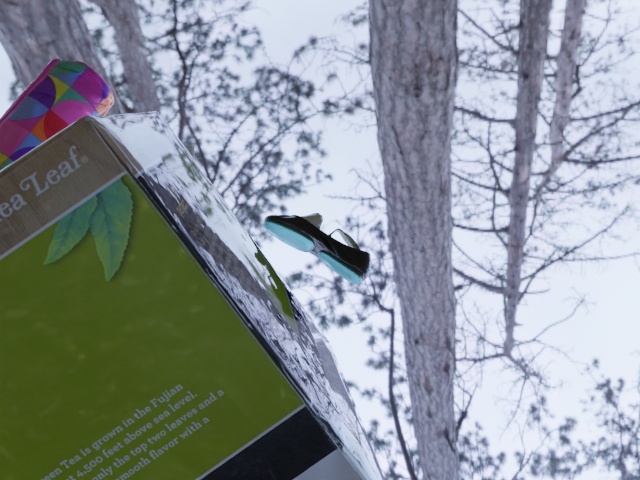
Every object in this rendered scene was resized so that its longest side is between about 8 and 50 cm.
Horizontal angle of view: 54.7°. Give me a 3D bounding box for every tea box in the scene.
[{"bbox_3d":[-0.139,0.084,0.505,0.220,0.323,0.329,-34,-166,0],"label":"tea box"}]

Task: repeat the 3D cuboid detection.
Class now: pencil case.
[{"bbox_3d":[-0.373,-0.132,0.801,0.104,0.104,0.236,17,-118,30],"label":"pencil case"}]

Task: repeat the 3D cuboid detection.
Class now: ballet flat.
[{"bbox_3d":[0.000,0.000,1.472,0.280,0.095,0.096,33,-119,-8],"label":"ballet flat"}]

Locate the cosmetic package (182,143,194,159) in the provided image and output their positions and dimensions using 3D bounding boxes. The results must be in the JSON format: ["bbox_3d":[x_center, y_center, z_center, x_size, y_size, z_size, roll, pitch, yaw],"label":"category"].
[{"bbox_3d":[-0.245,-0.103,1.037,0.041,0.115,0.060,-1,178,44],"label":"cosmetic package"}]
